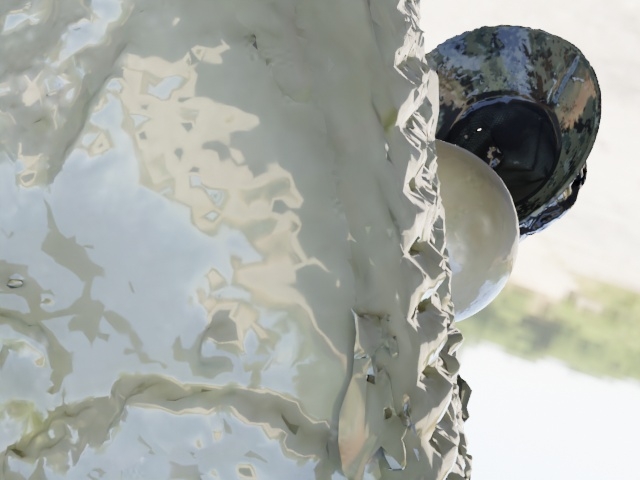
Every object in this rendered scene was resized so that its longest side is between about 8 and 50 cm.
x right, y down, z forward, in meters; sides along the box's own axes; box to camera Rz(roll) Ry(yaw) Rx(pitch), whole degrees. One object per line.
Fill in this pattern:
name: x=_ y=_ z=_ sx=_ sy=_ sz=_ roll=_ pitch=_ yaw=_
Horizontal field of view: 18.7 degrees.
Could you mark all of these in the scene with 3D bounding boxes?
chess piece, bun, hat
chess piece: x=0.000 y=0.000 z=1.287 sx=0.167 sy=0.167 sz=0.300 roll=18 pitch=169 yaw=-42
bun: x=-0.056 y=0.030 z=0.669 sx=0.211 sy=0.359 sz=0.360 roll=-5 pitch=179 yaw=4
hat: x=0.173 y=-0.069 z=1.825 sx=0.265 sy=0.265 sz=0.128 roll=19 pitch=162 yaw=48
